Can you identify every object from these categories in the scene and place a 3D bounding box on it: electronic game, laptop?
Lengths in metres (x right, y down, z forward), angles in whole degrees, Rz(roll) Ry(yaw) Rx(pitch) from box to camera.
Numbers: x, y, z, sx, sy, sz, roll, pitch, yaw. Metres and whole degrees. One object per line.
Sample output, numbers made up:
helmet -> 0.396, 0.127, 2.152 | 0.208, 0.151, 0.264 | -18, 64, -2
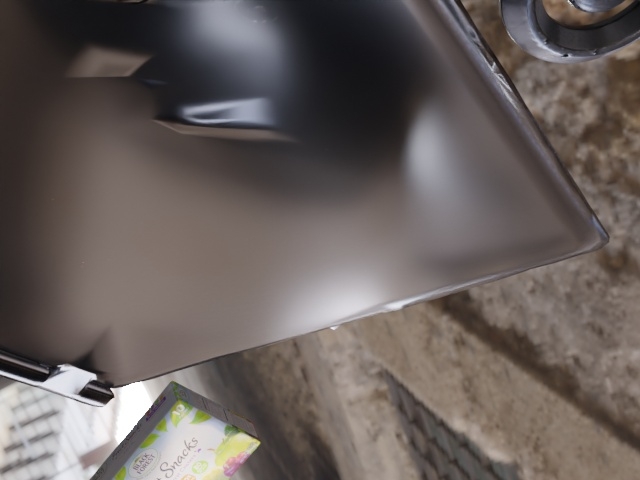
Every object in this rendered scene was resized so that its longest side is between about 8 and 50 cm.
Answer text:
electronic game -> 0.294, -0.282, 1.284 | 0.229, 0.229, 0.048 | -21, -132, -2
laptop -> -0.149, -0.087, 0.493 | 0.236, 0.382, 0.408 | -49, -120, 2

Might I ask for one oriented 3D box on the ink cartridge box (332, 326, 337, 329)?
ink cartridge box -> -0.034, 0.026, 1.430 | 0.061, 0.181, 0.104 | -42, -128, 15

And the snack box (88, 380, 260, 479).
snack box -> -0.139, 0.209, 1.141 | 0.141, 0.100, 0.037 | -51, -151, 12
